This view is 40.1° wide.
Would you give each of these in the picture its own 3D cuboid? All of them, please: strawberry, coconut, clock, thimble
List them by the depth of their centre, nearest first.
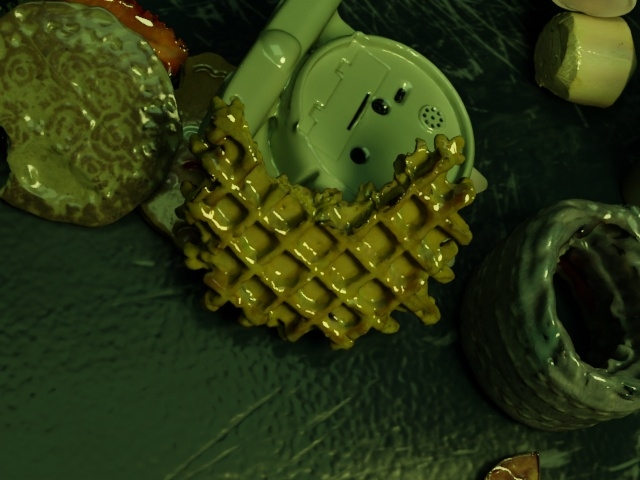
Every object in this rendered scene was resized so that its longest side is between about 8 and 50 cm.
[{"bbox_3d":[0.274,0.079,0.941,0.205,0.172,0.236,18,63,-11],"label":"thimble"},{"bbox_3d":[-0.254,-0.219,0.950,0.192,0.140,0.085,-26,37,-6],"label":"strawberry"},{"bbox_3d":[0.049,-0.114,0.973,0.324,0.108,0.265,33,58,-10],"label":"clock"},{"bbox_3d":[0.346,-0.233,1.123,0.122,0.116,0.116,6,67,-13],"label":"coconut"}]

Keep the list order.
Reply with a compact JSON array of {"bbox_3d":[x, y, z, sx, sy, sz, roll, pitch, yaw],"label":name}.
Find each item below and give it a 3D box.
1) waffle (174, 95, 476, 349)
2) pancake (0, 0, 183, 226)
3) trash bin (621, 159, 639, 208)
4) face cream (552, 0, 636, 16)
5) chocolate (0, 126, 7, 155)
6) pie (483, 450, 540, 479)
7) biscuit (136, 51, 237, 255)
[{"bbox_3d":[0.000,0.000,0.863,0.293,0.259,0.069,7,28,-2],"label":"waffle"},{"bbox_3d":[-0.252,-0.127,0.893,0.212,0.029,0.235,-11,104,-5],"label":"pancake"},{"bbox_3d":[0.506,-0.085,1.027,0.220,0.250,0.219,-27,78,-23],"label":"trash bin"},{"bbox_3d":[0.366,-0.402,1.112,0.107,0.073,0.269,14,65,12],"label":"face cream"},{"bbox_3d":[-0.252,-0.135,0.928,0.183,0.028,0.086,-20,109,-9],"label":"chocolate"},{"bbox_3d":[0.197,0.303,0.901,0.092,0.034,0.169,4,68,-18],"label":"pie"},{"bbox_3d":[-0.123,-0.098,0.978,0.184,0.035,0.248,22,65,-6],"label":"biscuit"}]
